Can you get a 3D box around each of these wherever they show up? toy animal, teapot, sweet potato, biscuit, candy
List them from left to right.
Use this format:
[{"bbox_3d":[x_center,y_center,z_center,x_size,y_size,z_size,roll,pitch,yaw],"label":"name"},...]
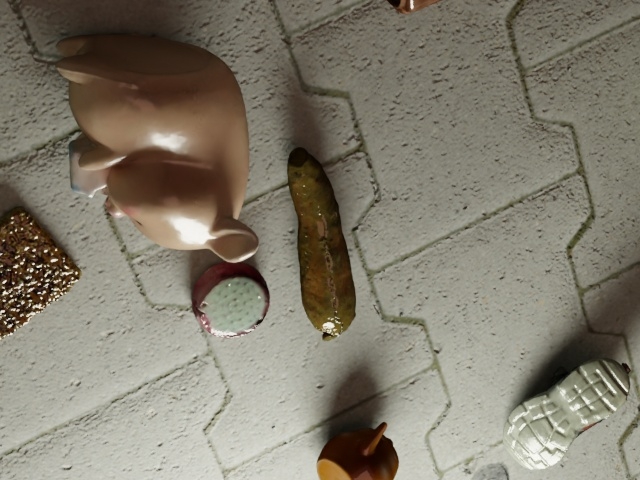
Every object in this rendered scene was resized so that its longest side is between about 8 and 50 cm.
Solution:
[{"bbox_3d":[-0.416,0.072,1.778,0.237,0.026,0.131,-38,120,-3],"label":"biscuit"},{"bbox_3d":[-0.187,-0.107,1.697,0.213,0.195,0.256,-8,118,-10],"label":"toy animal"},{"bbox_3d":[-0.115,0.077,1.892,0.103,0.043,0.103,-9,116,-19],"label":"candy"},{"bbox_3d":[0.000,0.000,1.890,0.075,0.075,0.273,-16,115,-15],"label":"sweet potato"},{"bbox_3d":[0.060,0.312,2.043,0.116,0.116,0.173,-10,143,-18],"label":"teapot"}]

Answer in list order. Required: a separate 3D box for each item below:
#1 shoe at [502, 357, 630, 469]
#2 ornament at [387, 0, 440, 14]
[{"bbox_3d":[0.365,0.238,2.144,0.227,0.125,0.099,-42,87,27],"label":"shoe"},{"bbox_3d":[0.161,-0.377,1.710,0.218,0.221,0.235,-24,146,-6],"label":"ornament"}]
